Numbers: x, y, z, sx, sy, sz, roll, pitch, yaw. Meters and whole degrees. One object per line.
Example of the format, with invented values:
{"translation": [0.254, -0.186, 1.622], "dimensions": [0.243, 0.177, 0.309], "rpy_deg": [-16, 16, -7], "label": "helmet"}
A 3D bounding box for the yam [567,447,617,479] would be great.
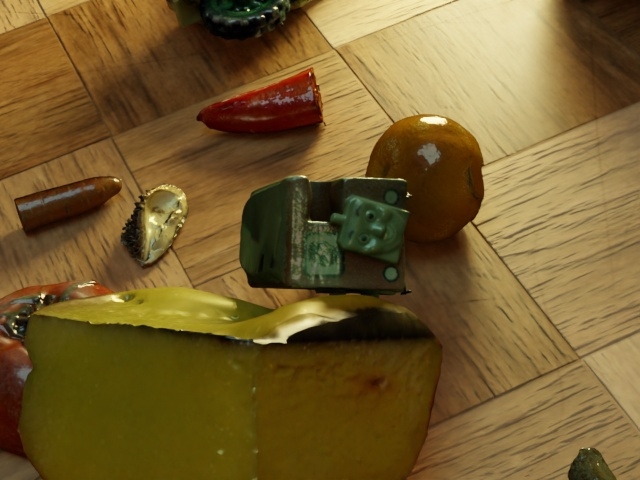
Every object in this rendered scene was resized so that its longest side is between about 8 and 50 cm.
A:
{"translation": [0.275, 0.246, 1.449], "dimensions": [0.043, 0.043, 0.094], "rpy_deg": [-22, 46, -10], "label": "yam"}

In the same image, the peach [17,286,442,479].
{"translation": [-0.077, 0.169, 1.464], "dimensions": [0.380, 0.242, 0.306], "rpy_deg": [-2, 2, 24], "label": "peach"}

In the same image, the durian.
{"translation": [-0.211, -0.019, 1.848], "dimensions": [0.066, 0.052, 0.130], "rpy_deg": [32, 52, -10], "label": "durian"}

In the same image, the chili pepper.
{"translation": [-0.083, -0.176, 1.957], "dimensions": [0.169, 0.065, 0.088], "rpy_deg": [-11, 42, 7], "label": "chili pepper"}

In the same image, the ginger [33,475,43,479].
{"translation": [-0.269, 0.281, 1.491], "dimensions": [0.115, 0.122, 0.193], "rpy_deg": [-43, 42, -2], "label": "ginger"}

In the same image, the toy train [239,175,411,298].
{"translation": [0.000, 0.000, 1.596], "dimensions": [0.159, 0.129, 0.326], "rpy_deg": [4, -2, -12], "label": "toy train"}

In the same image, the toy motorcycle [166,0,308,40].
{"translation": [-0.074, -0.433, 2.141], "dimensions": [0.237, 0.169, 0.410], "rpy_deg": [16, 50, 29], "label": "toy motorcycle"}

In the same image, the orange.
{"translation": [0.127, -0.071, 1.743], "dimensions": [0.134, 0.154, 0.154], "rpy_deg": [14, 29, -36], "label": "orange"}

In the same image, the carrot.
{"translation": [-0.319, -0.052, 1.890], "dimensions": [0.139, 0.048, 0.048], "rpy_deg": [-18, 44, -8], "label": "carrot"}

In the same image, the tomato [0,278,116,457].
{"translation": [-0.310, 0.127, 1.668], "dimensions": [0.237, 0.095, 0.237], "rpy_deg": [-7, 43, 6], "label": "tomato"}
